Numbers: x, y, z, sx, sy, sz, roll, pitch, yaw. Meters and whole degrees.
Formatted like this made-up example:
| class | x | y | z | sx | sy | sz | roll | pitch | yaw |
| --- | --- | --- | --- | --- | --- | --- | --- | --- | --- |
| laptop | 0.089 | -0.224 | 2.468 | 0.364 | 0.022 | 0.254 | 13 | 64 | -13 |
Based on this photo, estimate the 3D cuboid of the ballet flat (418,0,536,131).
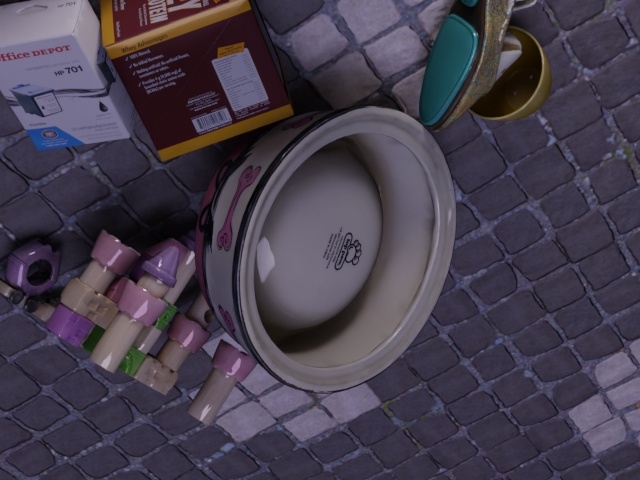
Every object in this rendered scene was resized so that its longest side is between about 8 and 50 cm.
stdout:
| class | x | y | z | sx | sy | sz | roll | pitch | yaw |
| --- | --- | --- | --- | --- | --- | --- | --- | --- | --- |
| ballet flat | 0.226 | -0.299 | 1.686 | 0.123 | 0.123 | 0.348 | 4 | 118 | -16 |

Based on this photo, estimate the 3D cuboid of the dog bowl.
| class | x | y | z | sx | sy | sz | roll | pitch | yaw |
| --- | --- | --- | --- | --- | --- | --- | --- | --- | --- |
| dog bowl | 0.000 | 0.000 | 1.773 | 0.408 | 0.150 | 0.407 | -15 | 113 | -39 |

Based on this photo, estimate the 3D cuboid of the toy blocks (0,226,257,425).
| class | x | y | z | sx | sy | sz | roll | pitch | yaw |
| --- | --- | --- | --- | --- | --- | --- | --- | --- | --- |
| toy blocks | -0.253 | 0.065 | 1.871 | 0.288 | 0.309 | 0.260 | 39 | 81 | -47 |

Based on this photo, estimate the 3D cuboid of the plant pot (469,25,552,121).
| class | x | y | z | sx | sy | sz | roll | pitch | yaw |
| --- | --- | --- | --- | --- | --- | --- | --- | --- | --- |
| plant pot | 0.272 | -0.223 | 1.779 | 0.134 | 0.134 | 0.095 | -41 | 150 | 21 |

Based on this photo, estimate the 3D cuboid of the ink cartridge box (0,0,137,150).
| class | x | y | z | sx | sy | sz | roll | pitch | yaw |
| --- | --- | --- | --- | --- | --- | --- | --- | --- | --- |
| ink cartridge box | -0.337 | -0.215 | 1.638 | 0.140 | 0.082 | 0.190 | -7 | 141 | 14 |

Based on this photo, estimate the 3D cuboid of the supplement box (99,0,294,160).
| class | x | y | z | sx | sy | sz | roll | pitch | yaw |
| --- | --- | --- | --- | --- | --- | --- | --- | --- | --- |
| supplement box | -0.161 | -0.241 | 1.654 | 0.191 | 0.129 | 0.194 | -19 | 131 | 4 |
